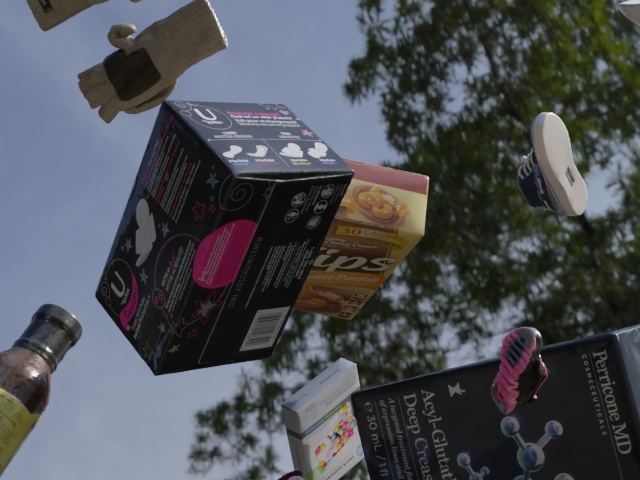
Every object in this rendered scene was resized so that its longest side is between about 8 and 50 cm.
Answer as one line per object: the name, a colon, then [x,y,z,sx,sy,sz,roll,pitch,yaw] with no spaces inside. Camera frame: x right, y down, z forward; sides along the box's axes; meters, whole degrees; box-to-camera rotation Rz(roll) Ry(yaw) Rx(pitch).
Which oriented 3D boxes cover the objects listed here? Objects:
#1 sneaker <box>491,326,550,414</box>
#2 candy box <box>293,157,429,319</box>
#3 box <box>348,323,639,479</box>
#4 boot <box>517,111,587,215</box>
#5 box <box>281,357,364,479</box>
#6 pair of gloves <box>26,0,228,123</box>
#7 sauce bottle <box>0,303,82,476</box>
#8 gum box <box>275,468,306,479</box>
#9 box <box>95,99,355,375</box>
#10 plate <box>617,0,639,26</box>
sneaker: [0.226,0.138,1.280,0.057,0.047,0.119,-7,-47,-19]
candy box: [0.000,0.000,1.503,0.183,0.087,0.316,11,-24,-11]
box: [0.281,0.300,1.594,0.395,0.293,0.212,-18,-8,28]
boot: [0.310,-0.106,1.659,0.086,0.069,0.190,9,-37,38]
box: [0.011,0.305,1.896,0.145,0.038,0.186,-34,-51,-36]
pair of gloves: [-0.246,-0.283,1.485,0.204,0.240,0.042,-36,-10,13]
sauce bottle: [-0.420,0.224,1.505,0.111,0.344,0.111,18,-40,16]
gum box: [-0.081,0.366,1.478,0.107,0.062,0.188,-52,-19,24]
box: [-0.102,-0.006,1.205,0.163,0.142,0.247,-4,-50,-42]
plate: [0.485,-0.249,1.250,0.278,0.277,0.045,3,-75,27]
